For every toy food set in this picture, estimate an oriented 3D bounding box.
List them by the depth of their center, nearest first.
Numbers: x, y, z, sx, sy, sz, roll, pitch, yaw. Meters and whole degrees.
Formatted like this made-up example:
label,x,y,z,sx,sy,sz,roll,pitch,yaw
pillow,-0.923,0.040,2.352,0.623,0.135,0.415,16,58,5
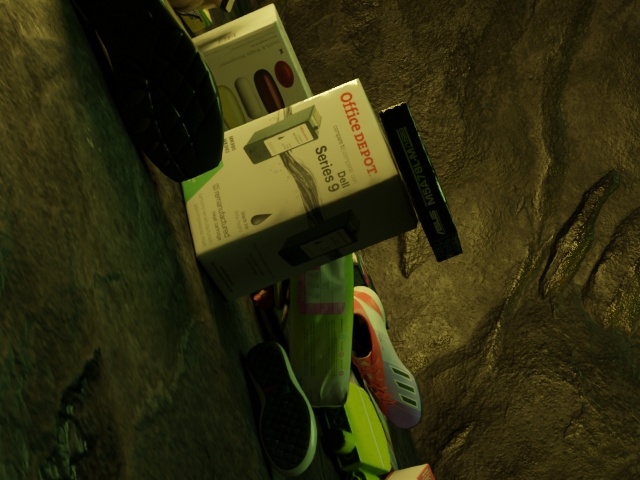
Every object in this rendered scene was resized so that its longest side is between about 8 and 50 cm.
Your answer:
label,x,y,z,sx,sy,sz,roll,pitch,yaw
toy food set,-0.088,0.041,1.561,0.218,0.071,0.128,88,8,-48

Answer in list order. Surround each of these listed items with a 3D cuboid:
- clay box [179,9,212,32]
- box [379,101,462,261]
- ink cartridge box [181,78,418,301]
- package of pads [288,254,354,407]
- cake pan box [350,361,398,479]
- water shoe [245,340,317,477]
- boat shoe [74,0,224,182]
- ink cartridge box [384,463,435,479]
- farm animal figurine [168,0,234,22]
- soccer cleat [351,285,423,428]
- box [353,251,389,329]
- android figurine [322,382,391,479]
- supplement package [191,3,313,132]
label,x,y,z,sx,sy,sz,roll,pitch,yaw
clay box,-0.287,-0.525,2.002,0.222,0.053,0.127,52,18,-74
box,0.136,-0.072,1.322,0.191,0.045,0.184,40,32,-78
ink cartridge box,-0.036,-0.073,1.385,0.121,0.289,0.211,62,7,-51
package of pads,0.004,0.101,1.620,0.229,0.101,0.296,-79,169,-79
cake pan box,0.075,0.340,2.066,0.246,0.070,0.267,-106,171,-66
water shoe,-0.042,0.223,1.297,0.080,0.073,0.203,66,6,-49
boat shoe,-0.208,-0.234,1.246,0.120,0.122,0.324,-97,165,-83
ink cartridge box,0.187,0.565,1.913,0.158,0.092,0.218,-26,96,-63
farm animal figurine,-0.213,-0.541,1.839,0.330,0.172,0.327,68,38,-54
soccer cleat,0.112,0.253,2.006,0.318,0.108,0.116,68,26,-10
box,0.042,0.099,2.300,0.270,0.143,0.165,63,7,-48
android figurine,0.057,0.341,1.803,0.273,0.056,0.248,41,28,-63
supplement package,-0.133,-0.299,1.861,0.149,0.194,0.203,-100,166,-64
